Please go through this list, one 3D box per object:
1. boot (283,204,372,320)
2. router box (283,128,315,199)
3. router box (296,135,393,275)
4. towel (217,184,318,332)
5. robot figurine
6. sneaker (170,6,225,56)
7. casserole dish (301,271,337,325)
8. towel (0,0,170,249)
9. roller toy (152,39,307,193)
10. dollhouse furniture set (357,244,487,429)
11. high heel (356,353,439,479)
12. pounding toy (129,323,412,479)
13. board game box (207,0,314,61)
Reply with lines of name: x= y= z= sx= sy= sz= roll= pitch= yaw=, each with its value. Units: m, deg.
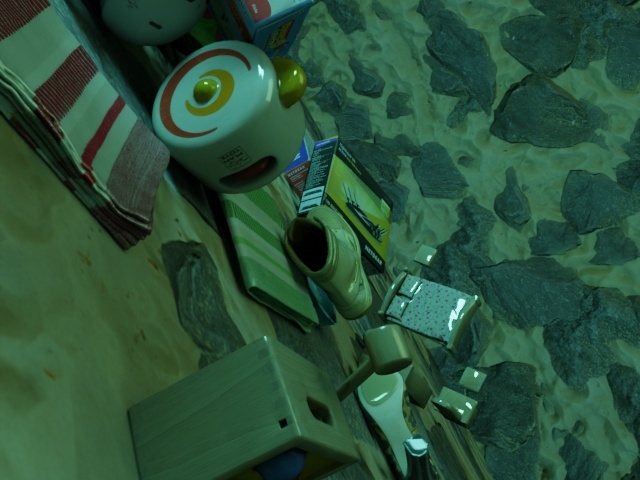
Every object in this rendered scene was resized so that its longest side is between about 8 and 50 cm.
boot: x=0.000 y=0.000 z=1.156 sx=0.203 sy=0.095 sz=0.262 roll=48 pitch=20 yaw=-51
router box: x=-0.008 y=-0.165 z=1.842 sx=0.301 sy=0.082 sz=0.335 roll=56 pitch=11 yaw=-29
router box: x=0.076 y=-0.084 z=1.659 sx=0.309 sy=0.081 sz=0.243 roll=44 pitch=45 yaw=-40
towel: x=-0.108 y=-0.019 z=1.035 sx=0.248 sy=0.038 sz=0.325 roll=45 pitch=20 yaw=-58
robot figurine: x=-0.273 y=-0.418 z=0.891 sx=0.278 sy=0.209 sz=0.173 roll=60 pitch=-22 yaw=-4
sneaker: x=-0.277 y=-0.464 z=1.155 sx=0.483 sy=0.185 sz=0.202 roll=50 pitch=-26 yaw=-15
casserole dish: x=-0.015 y=0.092 z=1.191 sx=0.114 sy=0.037 sz=0.188 roll=57 pitch=11 yaw=-24
towel: x=-0.267 y=-0.169 z=0.628 sx=0.329 sy=0.037 sz=0.237 roll=55 pitch=10 yaw=-29
roller toy: x=-0.128 y=-0.175 z=0.883 sx=0.209 sy=0.191 sz=0.146 roll=20 pitch=-14 yaw=30
dollhouse furniture set: x=0.252 y=0.171 z=1.364 sx=0.303 sy=0.355 sz=0.174 roll=20 pitch=-19 yaw=35
high heel: x=0.135 y=0.349 z=1.172 sx=0.261 sy=0.093 sz=0.186 roll=-121 pitch=-167 yaw=-49
pounding toy: x=-0.010 y=0.152 z=0.513 sx=0.181 sy=0.206 sz=0.094 roll=47 pitch=17 yaw=-56
board game box: x=-0.137 y=-0.427 z=0.931 sx=0.308 sy=0.086 sz=0.302 roll=64 pitch=-9 yaw=-7
